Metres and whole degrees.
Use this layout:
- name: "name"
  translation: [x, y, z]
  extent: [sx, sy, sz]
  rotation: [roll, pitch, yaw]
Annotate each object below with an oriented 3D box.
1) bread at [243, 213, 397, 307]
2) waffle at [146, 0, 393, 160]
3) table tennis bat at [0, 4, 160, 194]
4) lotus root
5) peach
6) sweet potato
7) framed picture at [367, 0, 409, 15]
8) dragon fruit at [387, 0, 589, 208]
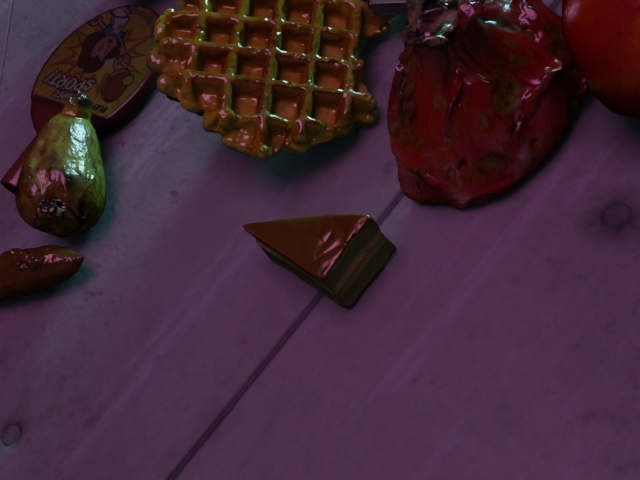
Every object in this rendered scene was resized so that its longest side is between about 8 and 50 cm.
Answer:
- name: "bread"
  translation: [-0.003, -0.002, 1.322]
  extent: [0.139, 0.074, 0.084]
  rotation: [30, 78, 42]
- name: "waffle"
  translation: [-0.045, -0.224, 1.441]
  extent: [0.281, 0.058, 0.301]
  rotation: [28, 63, 10]
- name: "table tennis bat"
  translation: [-0.313, -0.187, 1.654]
  extent: [0.200, 0.038, 0.310]
  rotation: [18, 67, 38]
- name: "lotus root"
  translation: [-0.311, -0.091, 1.541]
  extent: [0.108, 0.094, 0.191]
  rotation: [11, 59, -12]
- name: "peach"
  translation: [0.348, -0.220, 1.186]
  extent: [0.226, 0.190, 0.196]
  rotation: [-23, 37, 23]
- name: "sweet potato"
  translation: [-0.368, 0.042, 1.513]
  extent: [0.205, 0.068, 0.060]
  rotation: [-23, 34, 24]
- name: "framed picture"
  translation: [0.160, -0.371, 1.483]
  extent: [0.189, 0.023, 0.260]
  rotation: [1, 58, 13]
- name: "dragon fruit"
  translation: [0.162, -0.168, 1.258]
  extent: [0.134, 0.211, 0.262]
  rotation: [23, 79, 46]
